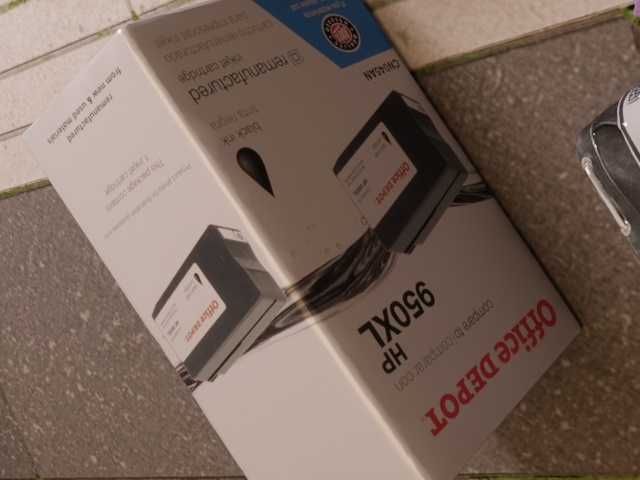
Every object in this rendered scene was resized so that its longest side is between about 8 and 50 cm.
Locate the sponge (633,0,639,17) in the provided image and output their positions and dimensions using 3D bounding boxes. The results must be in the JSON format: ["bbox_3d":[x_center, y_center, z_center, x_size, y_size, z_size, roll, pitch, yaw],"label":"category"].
[{"bbox_3d":[0.324,-0.190,0.730,0.210,0.031,0.117,19,120,29],"label":"sponge"}]

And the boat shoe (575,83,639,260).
[{"bbox_3d":[0.292,0.031,0.805,0.306,0.113,0.105,56,138,5],"label":"boat shoe"}]

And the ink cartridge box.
[{"bbox_3d":[0.000,0.000,0.889,0.166,0.285,0.395,-35,89,41],"label":"ink cartridge box"}]
